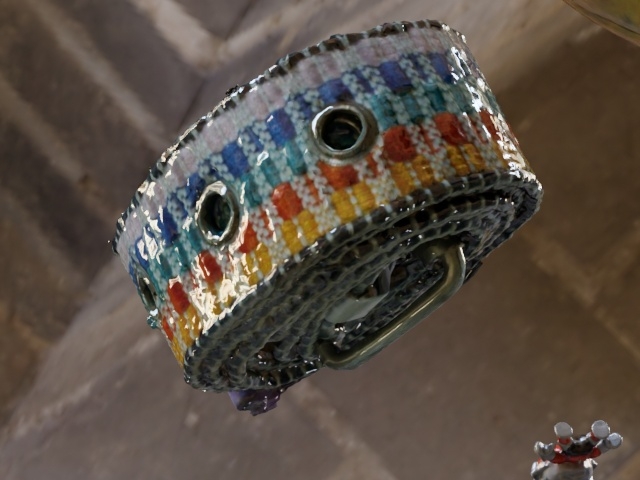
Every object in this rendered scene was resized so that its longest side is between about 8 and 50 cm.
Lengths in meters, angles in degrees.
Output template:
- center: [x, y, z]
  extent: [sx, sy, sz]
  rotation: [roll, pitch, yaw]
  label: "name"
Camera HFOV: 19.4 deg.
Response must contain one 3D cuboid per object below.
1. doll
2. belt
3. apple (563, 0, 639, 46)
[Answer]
- center: [0.176, 0.162, 1.333]
  extent: [0.057, 0.114, 0.039]
  rotation: [-31, 66, -26]
  label: "doll"
- center: [0.000, 0.000, 1.206]
  extent: [0.207, 0.295, 0.160]
  rotation: [6, 52, -59]
  label: "belt"
- center: [0.121, -0.131, 0.426]
  extent: [0.196, 0.196, 0.196]
  rotation: [12, 54, -17]
  label: "apple"
